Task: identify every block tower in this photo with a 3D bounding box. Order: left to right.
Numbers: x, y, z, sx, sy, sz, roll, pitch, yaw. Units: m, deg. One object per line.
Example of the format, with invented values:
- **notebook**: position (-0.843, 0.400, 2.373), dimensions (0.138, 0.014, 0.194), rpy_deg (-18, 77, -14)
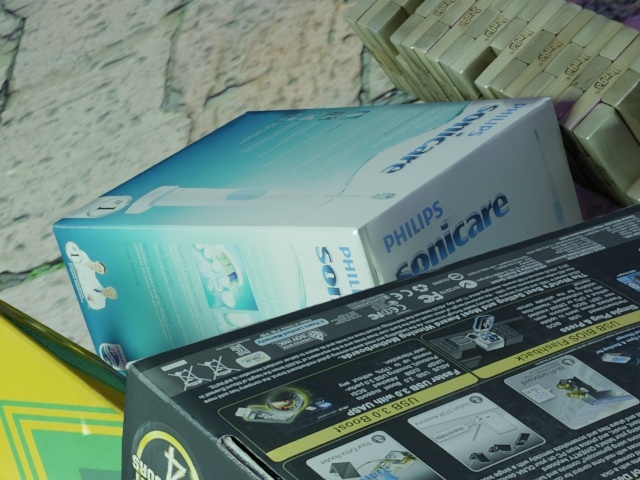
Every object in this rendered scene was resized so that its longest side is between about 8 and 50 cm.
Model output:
- **block tower**: position (0.151, -0.124, 1.368), dimensions (0.091, 0.097, 0.335), rpy_deg (-46, 38, -7)

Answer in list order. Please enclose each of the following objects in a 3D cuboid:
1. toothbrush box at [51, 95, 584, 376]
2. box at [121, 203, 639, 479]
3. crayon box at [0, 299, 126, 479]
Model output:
- **toothbrush box**: position (0.000, 0.000, 1.277), dimensions (0.295, 0.126, 0.216), rpy_deg (-1, 24, 43)
- **box**: position (0.158, 0.106, 0.838), dimensions (0.395, 0.097, 0.318), rpy_deg (-16, 33, -34)
- **crayon box**: position (-0.108, 0.150, 1.139), dimensions (0.323, 0.203, 0.083), rpy_deg (33, 87, 34)
